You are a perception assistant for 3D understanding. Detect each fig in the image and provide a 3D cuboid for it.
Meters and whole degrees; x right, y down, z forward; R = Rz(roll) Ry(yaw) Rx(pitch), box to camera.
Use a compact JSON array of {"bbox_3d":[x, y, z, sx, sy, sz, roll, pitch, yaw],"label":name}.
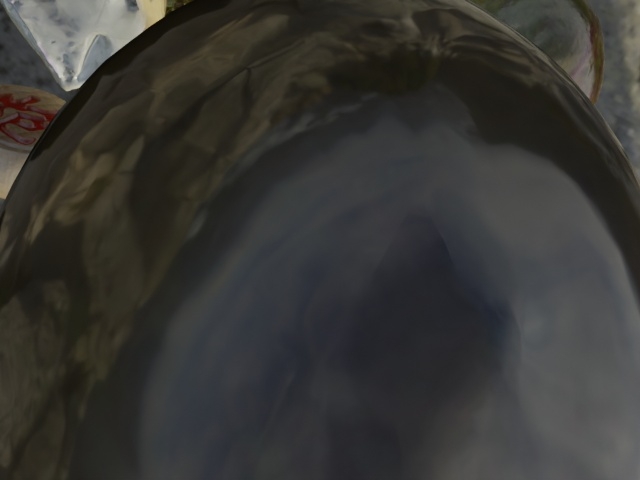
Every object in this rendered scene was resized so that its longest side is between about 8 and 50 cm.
[{"bbox_3d":[0.087,-0.080,0.833,0.236,0.124,0.124,-45,131,-17],"label":"fig"}]

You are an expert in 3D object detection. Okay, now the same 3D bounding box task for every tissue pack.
[{"bbox_3d":[-0.154,-0.220,0.760,0.090,0.222,0.186,-19,128,15],"label":"tissue pack"}]

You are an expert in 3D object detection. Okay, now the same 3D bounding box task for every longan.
[{"bbox_3d":[-0.002,0.054,0.453,0.243,0.300,0.300,18,105,-11],"label":"longan"}]

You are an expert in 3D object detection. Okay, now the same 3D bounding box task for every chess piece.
[{"bbox_3d":[-0.180,-0.059,0.769,0.083,0.084,0.038,-5,129,-32],"label":"chess piece"}]

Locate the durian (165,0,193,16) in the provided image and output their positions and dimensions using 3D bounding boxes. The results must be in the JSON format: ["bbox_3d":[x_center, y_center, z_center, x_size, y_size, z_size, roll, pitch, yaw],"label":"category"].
[{"bbox_3d":[-0.217,-0.311,1.895,0.132,0.182,0.165,12,82,-70],"label":"durian"}]
